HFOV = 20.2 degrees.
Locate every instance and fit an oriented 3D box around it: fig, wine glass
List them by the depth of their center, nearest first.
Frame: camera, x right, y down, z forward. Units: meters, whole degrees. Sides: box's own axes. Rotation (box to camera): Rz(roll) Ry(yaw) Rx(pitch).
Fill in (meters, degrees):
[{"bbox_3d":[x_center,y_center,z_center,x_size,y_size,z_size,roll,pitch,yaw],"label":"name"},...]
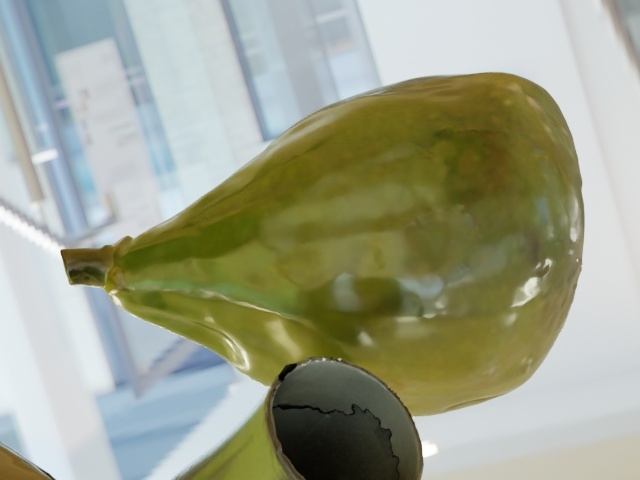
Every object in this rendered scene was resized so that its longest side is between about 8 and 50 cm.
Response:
[{"bbox_3d":[-0.038,0.155,0.947,0.103,0.103,0.231,-25,161,-44],"label":"wine glass"},{"bbox_3d":[0.021,0.010,1.174,0.314,0.233,0.233,-13,-171,15],"label":"fig"}]

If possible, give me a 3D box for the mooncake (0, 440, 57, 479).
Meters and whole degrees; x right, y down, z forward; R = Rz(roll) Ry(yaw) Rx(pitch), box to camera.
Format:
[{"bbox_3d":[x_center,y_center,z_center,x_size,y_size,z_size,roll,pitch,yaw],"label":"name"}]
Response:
[{"bbox_3d":[-0.132,0.235,0.712,0.201,0.378,0.378,-41,-164,-20],"label":"mooncake"}]
